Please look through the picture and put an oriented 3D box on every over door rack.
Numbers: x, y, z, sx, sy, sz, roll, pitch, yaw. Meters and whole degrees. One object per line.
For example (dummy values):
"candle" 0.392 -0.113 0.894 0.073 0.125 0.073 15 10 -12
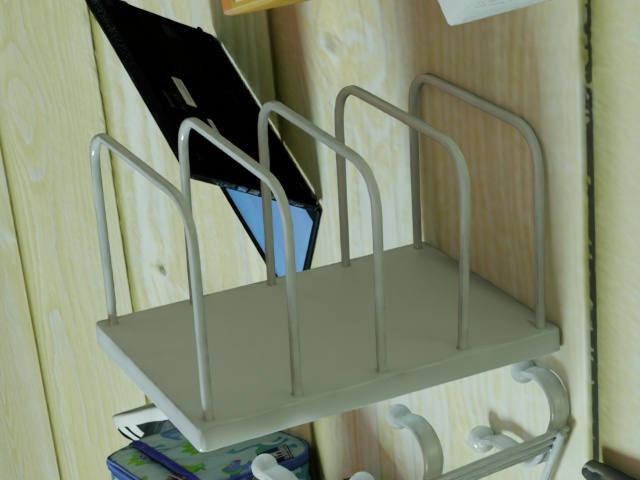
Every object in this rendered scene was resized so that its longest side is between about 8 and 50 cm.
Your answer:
"over door rack" 0.051 0.243 1.322 0.108 0.239 0.324 48 146 42

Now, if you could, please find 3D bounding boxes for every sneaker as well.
"sneaker" -0.181 0.251 2.080 0.217 0.079 0.121 -20 85 66

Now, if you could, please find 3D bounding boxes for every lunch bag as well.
"lunch bag" -0.114 0.248 1.795 0.219 0.176 0.090 16 121 65

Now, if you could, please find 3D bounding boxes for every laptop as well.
"laptop" -0.113 -0.076 1.610 0.136 0.264 0.234 -47 56 23

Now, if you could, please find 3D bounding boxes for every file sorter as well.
"file sorter" 0.000 0.000 1.230 0.193 0.277 0.173 36 134 56

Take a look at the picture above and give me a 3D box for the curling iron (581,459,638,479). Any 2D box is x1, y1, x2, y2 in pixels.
"curling iron" 0.243 0.201 1.113 0.274 0.035 0.068 34 136 57

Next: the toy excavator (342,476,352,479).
"toy excavator" 0.057 0.504 1.603 0.433 0.222 0.445 51 163 40

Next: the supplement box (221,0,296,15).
"supplement box" -0.008 -0.225 1.340 0.233 0.078 0.080 5 107 66

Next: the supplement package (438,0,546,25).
"supplement package" 0.139 -0.234 0.911 0.139 0.133 0.244 68 158 11
